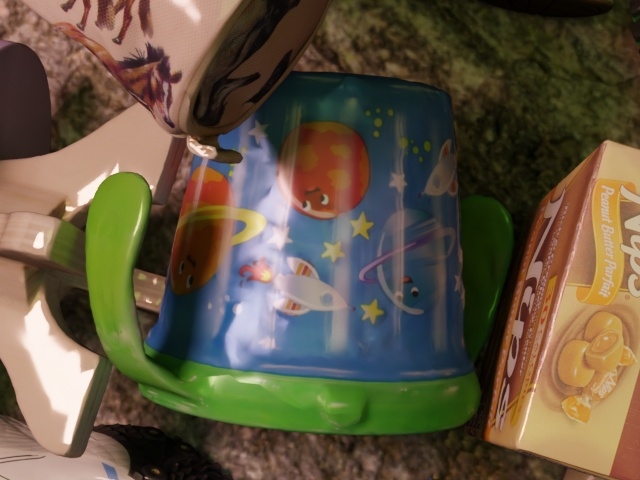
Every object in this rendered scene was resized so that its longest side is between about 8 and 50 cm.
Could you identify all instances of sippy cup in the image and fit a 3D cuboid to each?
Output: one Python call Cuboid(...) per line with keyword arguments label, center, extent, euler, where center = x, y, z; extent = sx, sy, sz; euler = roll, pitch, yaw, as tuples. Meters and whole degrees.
Cuboid(label="sippy cup", center=(0.000, 0.000, 0.952), extent=(0.240, 0.305, 0.224), euler=(6, 93, 13))

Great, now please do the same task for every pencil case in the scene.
Cuboid(label="pencil case", center=(-0.174, -0.221, 0.804), extent=(0.410, 0.160, 0.183), euler=(37, 113, 4))

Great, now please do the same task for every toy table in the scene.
Cuboid(label="toy table", center=(-0.199, 0.004, 0.977), extent=(0.161, 0.252, 0.274), euler=(14, 92, 17))

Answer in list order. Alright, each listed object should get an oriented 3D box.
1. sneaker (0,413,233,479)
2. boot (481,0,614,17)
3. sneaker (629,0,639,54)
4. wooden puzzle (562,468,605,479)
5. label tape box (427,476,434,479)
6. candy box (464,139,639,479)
Cuboid(label="sneaker", center=(-0.177, 0.182, 1.036), extent=(0.237, 0.085, 0.086), euler=(11, 111, -2))
Cuboid(label="boot", center=(0.140, -0.269, 1.072), extent=(0.213, 0.077, 0.165), euler=(18, 83, 5))
Cuboid(label="sneaker", center=(0.322, -0.113, 1.046), extent=(0.146, 0.134, 0.344), euler=(17, 70, -41))
Cuboid(label="wooden puzzle", center=(0.288, 0.239, 1.042), extent=(0.238, 0.044, 0.221), euler=(21, 85, 7))
Cuboid(label="label tape box", center=(-0.036, 0.302, 0.930), extent=(0.115, 0.249, 0.348), euler=(25, 85, 3))
Cuboid(label="candy box", center=(0.171, 0.056, 0.919), extent=(0.087, 0.316, 0.183), euler=(16, 84, 3))
